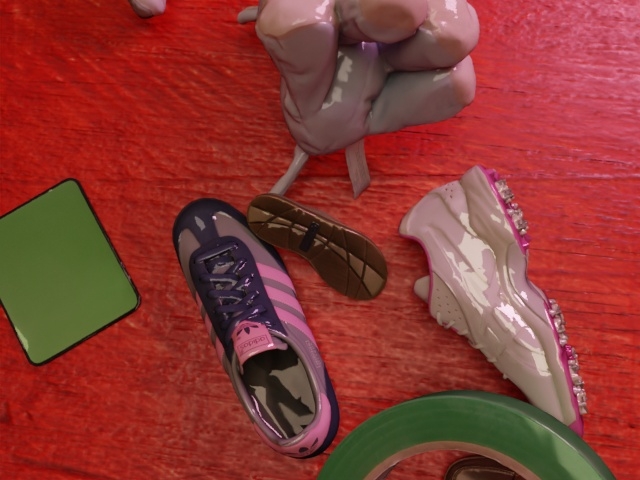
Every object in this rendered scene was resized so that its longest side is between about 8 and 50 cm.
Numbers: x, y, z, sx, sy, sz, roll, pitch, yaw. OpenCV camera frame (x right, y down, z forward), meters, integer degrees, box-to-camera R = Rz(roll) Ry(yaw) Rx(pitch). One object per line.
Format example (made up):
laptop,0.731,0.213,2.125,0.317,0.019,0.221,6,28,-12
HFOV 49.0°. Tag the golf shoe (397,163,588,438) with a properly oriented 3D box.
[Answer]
golf shoe,0.186,0.077,0.761,0.140,0.115,0.306,-23,78,17

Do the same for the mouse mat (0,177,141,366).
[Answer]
mouse mat,-0.319,0.036,0.843,0.153,0.007,0.189,-30,80,-1

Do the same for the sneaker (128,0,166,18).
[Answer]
sneaker,-0.198,-0.418,0.867,0.129,0.111,0.297,0,81,-2

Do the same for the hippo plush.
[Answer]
hippo plush,0.033,-0.229,0.778,0.234,0.294,0.236,-7,54,-8

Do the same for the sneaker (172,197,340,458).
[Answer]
sneaker,-0.072,0.082,0.753,0.112,0.131,0.319,-31,79,-1

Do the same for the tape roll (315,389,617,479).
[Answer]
tape roll,0.140,0.309,0.675,0.321,0.077,0.321,-3,83,23

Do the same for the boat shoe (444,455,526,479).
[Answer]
boat shoe,0.220,0.271,0.735,0.178,0.060,0.064,16,81,7

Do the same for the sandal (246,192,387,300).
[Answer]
sandal,0.000,0.000,0.802,0.180,0.049,0.072,31,107,-4
